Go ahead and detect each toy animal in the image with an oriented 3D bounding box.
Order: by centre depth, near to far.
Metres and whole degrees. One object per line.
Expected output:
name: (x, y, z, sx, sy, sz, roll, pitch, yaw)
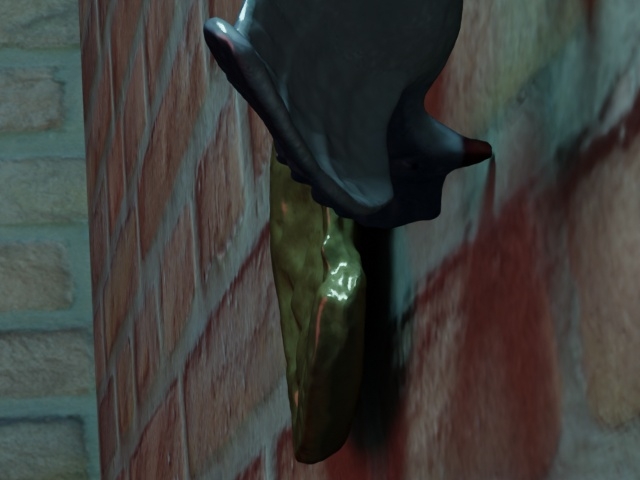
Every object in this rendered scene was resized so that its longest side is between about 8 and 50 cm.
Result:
toy animal: (0.006, -0.096, 0.600, 0.176, 0.255, 0.239, -32, 37, 25)

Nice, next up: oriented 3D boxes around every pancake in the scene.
pancake: (0.001, 0.000, 0.889, 0.222, 0.042, 0.236, 101, 166, -58)
